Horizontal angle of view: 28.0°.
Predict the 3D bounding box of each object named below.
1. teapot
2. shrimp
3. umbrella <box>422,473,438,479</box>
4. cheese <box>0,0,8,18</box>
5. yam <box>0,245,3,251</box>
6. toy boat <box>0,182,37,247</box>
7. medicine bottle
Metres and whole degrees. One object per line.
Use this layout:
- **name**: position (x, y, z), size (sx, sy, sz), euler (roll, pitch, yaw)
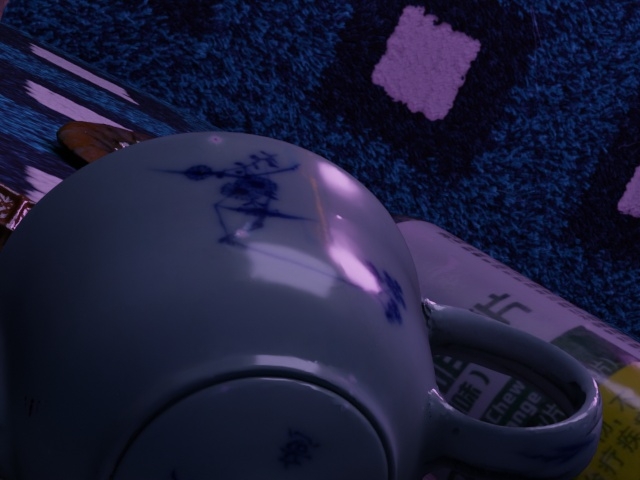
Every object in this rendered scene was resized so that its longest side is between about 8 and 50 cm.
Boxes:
- **teapot**: position (-0.025, 0.057, 0.413), size (0.232, 0.159, 0.159), euler (-5, 14, -12)
- **shrimp**: position (-0.133, -0.054, 1.323), size (0.296, 0.058, 0.169), euler (19, 17, -33)
- **umbrella**: position (0.055, 0.142, 0.409), size (0.073, 0.067, 0.337), euler (50, -3, -22)
- **cheese**: position (-0.366, -0.184, 0.879), size (0.332, 0.153, 0.292), euler (32, 8, 28)
- **yam**: position (-0.149, 0.029, 0.456), size (0.067, 0.071, 0.317), euler (29, 8, 22)
- **toy boat**: position (-0.152, 0.010, 0.620), size (0.172, 0.066, 0.065), euler (28, 3, -5)
- **medicine bottle**: position (0.065, 0.078, 0.630), size (0.293, 0.141, 0.141), euler (33, 8, 37)
